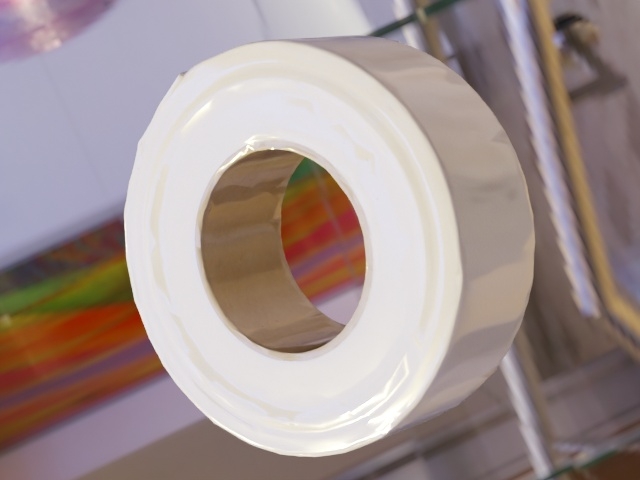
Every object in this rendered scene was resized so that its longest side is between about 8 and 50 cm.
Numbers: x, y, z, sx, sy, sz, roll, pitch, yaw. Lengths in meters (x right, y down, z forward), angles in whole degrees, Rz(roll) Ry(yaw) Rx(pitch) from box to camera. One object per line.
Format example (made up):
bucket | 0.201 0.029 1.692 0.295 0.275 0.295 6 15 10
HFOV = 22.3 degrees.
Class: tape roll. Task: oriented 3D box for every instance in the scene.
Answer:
tape roll | 0.000 0.000 1.116 0.100 0.286 0.286 -13 -106 -53
